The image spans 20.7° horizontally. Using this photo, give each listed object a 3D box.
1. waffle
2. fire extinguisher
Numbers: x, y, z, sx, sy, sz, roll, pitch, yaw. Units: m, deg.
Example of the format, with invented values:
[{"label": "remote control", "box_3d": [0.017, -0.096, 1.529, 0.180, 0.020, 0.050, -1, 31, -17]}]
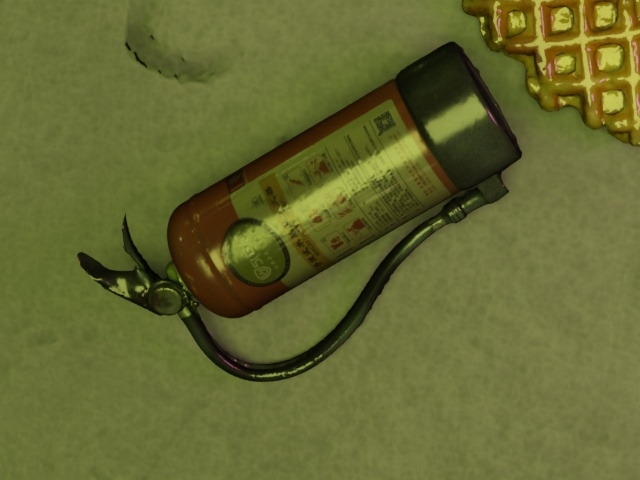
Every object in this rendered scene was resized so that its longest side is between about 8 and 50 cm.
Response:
[{"label": "waffle", "box_3d": [0.256, -0.215, 1.454, 0.245, 0.052, 0.254, 42, 103, 3]}, {"label": "fire extinguisher", "box_3d": [-0.003, 0.000, 1.492, 0.376, 0.113, 0.200, -28, 93, 12]}]
